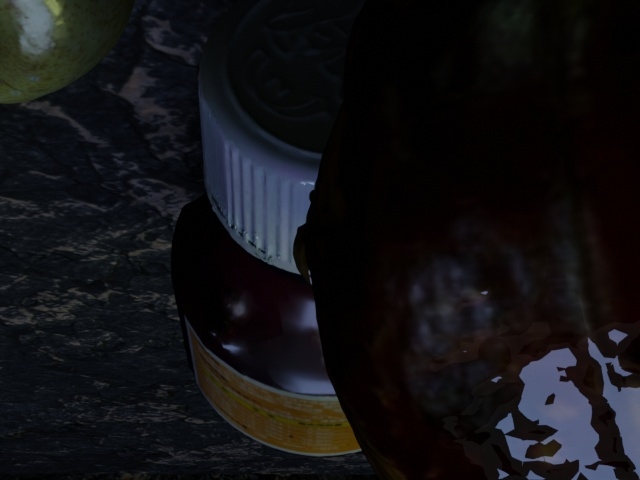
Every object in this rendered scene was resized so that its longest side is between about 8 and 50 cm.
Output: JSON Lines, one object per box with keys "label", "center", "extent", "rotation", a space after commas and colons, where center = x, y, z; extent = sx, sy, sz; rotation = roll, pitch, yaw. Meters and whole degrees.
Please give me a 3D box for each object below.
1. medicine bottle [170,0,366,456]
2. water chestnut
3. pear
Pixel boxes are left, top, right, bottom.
{"label": "medicine bottle", "center": [0.000, 0.000, 0.770], "extent": [0.242, 0.243, 0.395], "rotation": [0, 153, 2]}
{"label": "water chestnut", "center": [0.166, -0.027, 0.456], "extent": [0.347, 0.335, 0.335], "rotation": [-3, 160, 34]}
{"label": "pear", "center": [-0.174, -0.147, 0.530], "extent": [0.167, 0.137, 0.167], "rotation": [1, 156, 0]}
